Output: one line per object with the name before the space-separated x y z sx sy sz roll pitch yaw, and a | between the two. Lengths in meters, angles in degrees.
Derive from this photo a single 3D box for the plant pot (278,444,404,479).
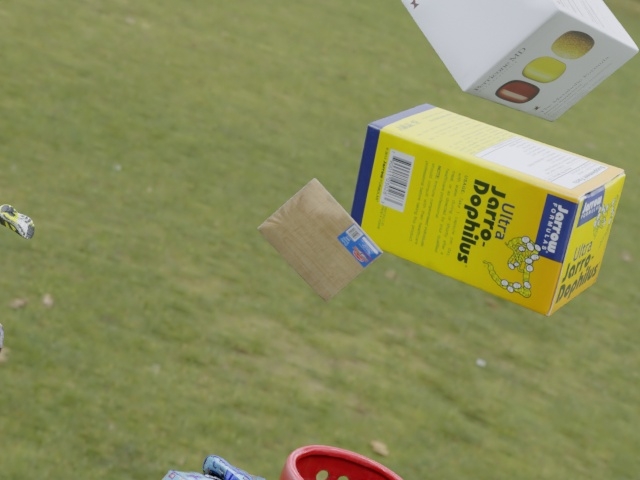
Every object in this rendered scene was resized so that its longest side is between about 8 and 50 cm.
plant pot | 0.019 0.392 1.746 0.191 0.174 0.191 18 14 -4

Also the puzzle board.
puzzle board | 0.000 0.000 1.617 0.128 0.096 0.011 47 10 -11

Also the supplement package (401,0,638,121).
supplement package | 0.225 -0.237 1.457 0.244 0.139 0.133 5 49 -57

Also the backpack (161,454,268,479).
backpack | -0.128 0.328 1.594 0.173 0.116 0.158 30 -7 -25

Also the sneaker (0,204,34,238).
sneaker | -0.495 -0.031 2.120 0.035 0.031 0.083 1 -35 36

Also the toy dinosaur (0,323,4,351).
toy dinosaur | -0.439 0.130 1.288 0.296 0.200 0.127 14 -9 11

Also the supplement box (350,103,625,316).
supplement box | 0.251 -0.055 2.021 0.357 0.195 0.194 22 25 26
